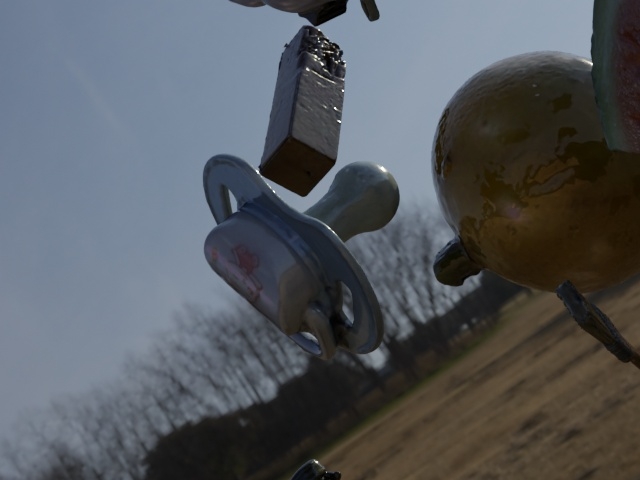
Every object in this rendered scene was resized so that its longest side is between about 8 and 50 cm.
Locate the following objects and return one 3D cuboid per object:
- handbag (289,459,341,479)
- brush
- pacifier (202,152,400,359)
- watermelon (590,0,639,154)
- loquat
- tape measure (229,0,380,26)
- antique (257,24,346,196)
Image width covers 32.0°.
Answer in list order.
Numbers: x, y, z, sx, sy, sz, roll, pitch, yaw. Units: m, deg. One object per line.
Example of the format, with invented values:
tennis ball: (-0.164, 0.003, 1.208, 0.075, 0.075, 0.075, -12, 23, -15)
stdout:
handbag: (-0.026, 0.302, 1.274, 0.111, 0.047, 0.072, -48, -18, -18)
brush: (0.217, 0.078, 0.778, 0.014, 0.043, 0.170, -42, -50, 16)
pacifier: (0.000, 0.000, 1.247, 0.226, 0.287, 0.238, -37, -35, -20)
watermelon: (0.339, -0.165, 0.943, 0.292, 0.250, 0.283, -70, 2, -60)
loquat: (0.281, -0.072, 1.424, 0.359, 0.328, 0.328, -41, -8, 9)
tape measure: (-0.019, -0.313, 1.111, 0.105, 0.178, 0.196, -31, -41, -35)
antique: (-0.022, -0.212, 1.733, 0.093, 0.087, 0.310, -47, 25, 39)
